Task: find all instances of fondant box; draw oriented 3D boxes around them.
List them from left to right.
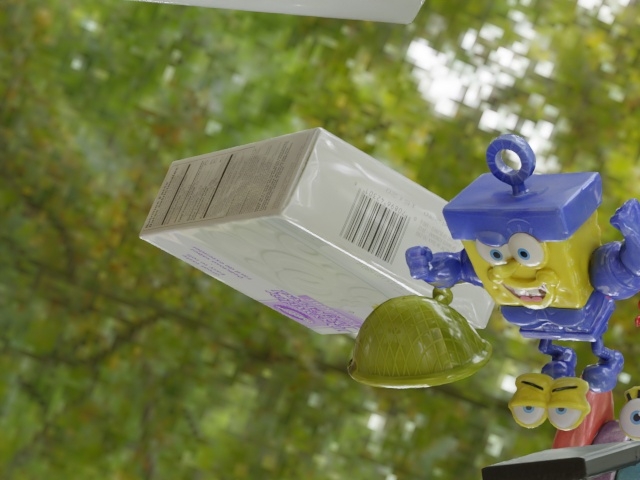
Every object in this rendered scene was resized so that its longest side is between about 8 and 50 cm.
[{"bbox_3d":[0.000,0.000,1.852,0.330,0.238,0.096,-5,-122,63],"label":"fondant box"}]

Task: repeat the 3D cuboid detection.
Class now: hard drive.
[{"bbox_3d":[0.207,0.192,1.625,0.094,0.135,0.022,-10,-94,28],"label":"hard drive"}]

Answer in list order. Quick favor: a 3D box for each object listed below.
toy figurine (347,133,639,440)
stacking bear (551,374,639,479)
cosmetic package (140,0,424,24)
[{"bbox_3d":[0.161,0.000,1.467,0.362,0.217,0.191,3,-142,41],"label":"toy figurine"},{"bbox_3d":[0.379,0.260,1.879,0.164,0.289,0.175,-55,147,-41],"label":"stacking bear"},{"bbox_3d":[-0.072,-0.407,1.517,0.327,0.393,0.329,56,-50,33],"label":"cosmetic package"}]
